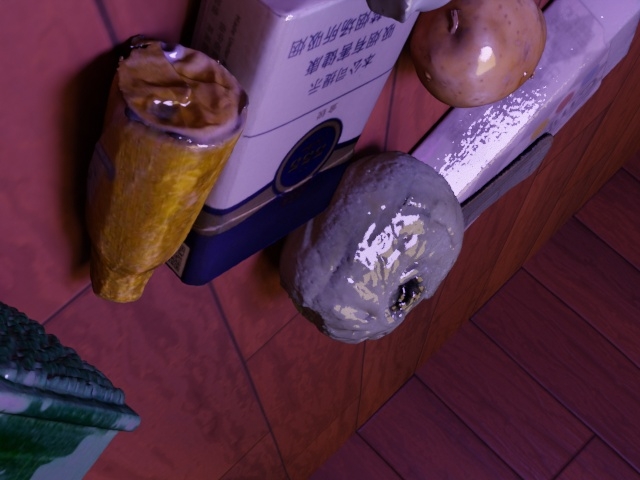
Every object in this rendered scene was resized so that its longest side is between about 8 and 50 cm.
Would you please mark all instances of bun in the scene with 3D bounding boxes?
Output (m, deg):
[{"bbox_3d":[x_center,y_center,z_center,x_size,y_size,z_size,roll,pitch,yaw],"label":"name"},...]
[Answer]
[{"bbox_3d":[0.066,0.011,0.925,0.221,0.108,0.221,-19,125,-29],"label":"bun"}]

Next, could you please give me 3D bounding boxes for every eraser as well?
[{"bbox_3d":[0.241,-0.152,1.121,0.397,0.082,0.213,-47,164,1],"label":"eraser"}]

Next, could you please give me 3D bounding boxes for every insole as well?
[{"bbox_3d":[0.178,-0.022,1.103,0.348,0.009,0.119,-40,161,-19],"label":"insole"}]

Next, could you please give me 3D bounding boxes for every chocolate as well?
[{"bbox_3d":[-0.112,-0.023,0.563,0.085,0.085,0.219,-34,164,-37],"label":"chocolate"}]

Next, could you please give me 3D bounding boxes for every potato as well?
[{"bbox_3d":[0.142,-0.175,0.782,0.178,0.109,0.118,-19,126,-68],"label":"potato"}]

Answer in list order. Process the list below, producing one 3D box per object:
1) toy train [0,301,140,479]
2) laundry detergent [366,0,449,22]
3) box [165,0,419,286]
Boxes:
[{"bbox_3d":[-0.233,0.124,0.466,0.202,0.145,0.266,-55,165,-7],"label":"toy train"},{"bbox_3d":[0.120,-0.233,0.527,0.290,0.094,0.143,-48,149,-31],"label":"laundry detergent"},{"bbox_3d":[-0.027,-0.094,0.618,0.168,0.071,0.259,-33,158,-39],"label":"box"}]
